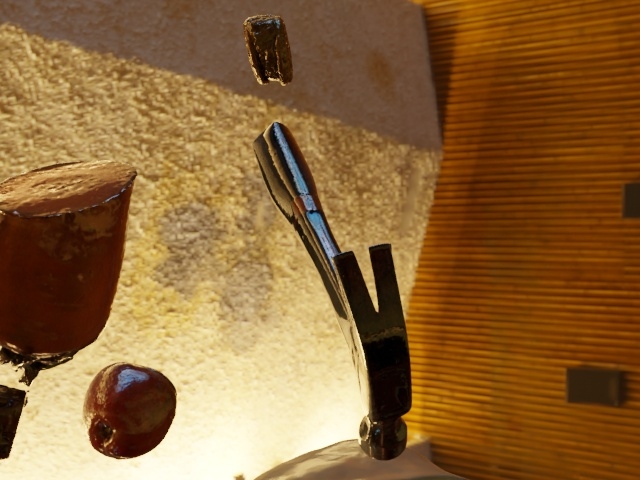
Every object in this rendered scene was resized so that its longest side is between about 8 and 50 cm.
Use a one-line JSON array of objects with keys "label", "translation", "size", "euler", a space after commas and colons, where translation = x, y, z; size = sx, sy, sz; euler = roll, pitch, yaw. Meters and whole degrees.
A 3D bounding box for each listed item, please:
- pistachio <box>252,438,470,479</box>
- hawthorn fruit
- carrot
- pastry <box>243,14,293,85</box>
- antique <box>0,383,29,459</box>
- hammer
[{"label": "pistachio", "translation": [0.038, 0.298, 0.858], "size": [0.332, 0.226, 0.207], "euler": [20, -138, -43]}, {"label": "hawthorn fruit", "translation": [-0.345, 0.309, 1.543], "size": [0.173, 0.173, 0.172], "euler": [0, -90, -55]}, {"label": "carrot", "translation": [-0.375, 0.053, 1.161], "size": [0.214, 0.193, 0.331], "euler": [-3, -67, -44]}, {"label": "pastry", "translation": [-0.071, -0.265, 1.200], "size": [0.097, 0.057, 0.109], "euler": [66, -164, -72]}, {"label": "antique", "translation": [-0.518, 0.196, 1.038], "size": [0.310, 0.093, 0.087], "euler": [16, -94, -18]}, {"label": "hammer", "translation": [0.000, 0.000, 0.609], "size": [0.289, 0.037, 0.137], "euler": [-115, 17, -46]}]
